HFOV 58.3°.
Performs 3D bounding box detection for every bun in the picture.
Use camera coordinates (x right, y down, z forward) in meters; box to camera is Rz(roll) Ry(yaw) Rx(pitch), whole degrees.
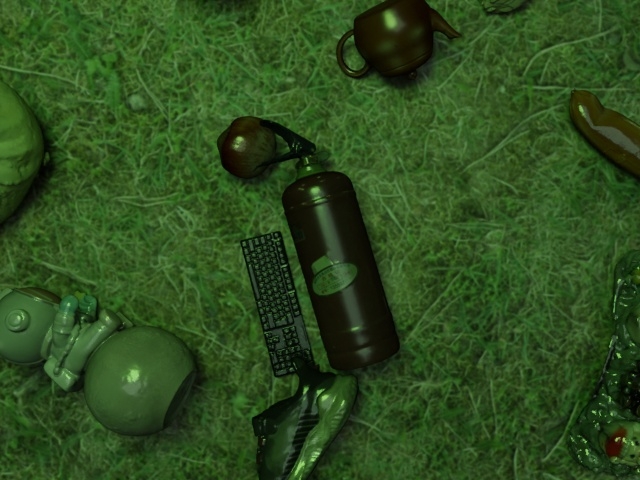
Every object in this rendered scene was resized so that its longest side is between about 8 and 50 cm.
[{"bbox_3d":[-0.507,-0.125,0.753,0.260,0.160,0.259,0,89,3],"label":"bun"}]

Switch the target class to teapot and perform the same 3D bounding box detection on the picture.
[{"bbox_3d":[0.102,-0.269,0.785,0.173,0.116,0.116,-15,90,27],"label":"teapot"}]

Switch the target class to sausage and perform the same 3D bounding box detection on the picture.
[{"bbox_3d":[0.416,-0.144,0.803,0.183,0.054,0.062,36,58,2],"label":"sausage"}]

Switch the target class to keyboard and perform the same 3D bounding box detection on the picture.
[{"bbox_3d":[-0.061,0.091,0.822,0.061,0.013,0.204,-14,90,1],"label":"keyboard"}]

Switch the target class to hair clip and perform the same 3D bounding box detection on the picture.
[{"bbox_3d":[0.446,0.175,0.783,0.139,0.091,0.321,13,91,-3],"label":"hair clip"}]

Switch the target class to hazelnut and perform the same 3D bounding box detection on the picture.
[{"bbox_3d":[-0.101,-0.128,0.792,0.087,0.086,0.086,0,90,0],"label":"hazelnut"}]

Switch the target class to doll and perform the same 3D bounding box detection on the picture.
[{"bbox_3d":[-0.312,0.149,0.764,0.287,0.151,0.150,25,90,4],"label":"doll"}]

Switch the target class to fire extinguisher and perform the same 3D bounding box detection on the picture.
[{"bbox_3d":[0.000,0.000,0.767,0.138,0.102,0.343,-18,91,-37],"label":"fire extinguisher"}]

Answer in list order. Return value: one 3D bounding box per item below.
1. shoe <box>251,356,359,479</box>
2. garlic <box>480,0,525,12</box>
[{"bbox_3d":[-0.041,0.261,0.786,0.112,0.099,0.227,36,89,8],"label":"shoe"},{"bbox_3d":[0.252,-0.373,0.794,0.113,0.074,0.094,22,80,-15],"label":"garlic"}]
